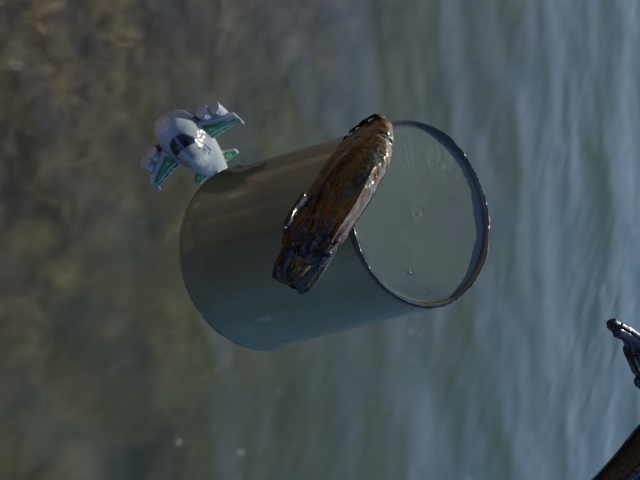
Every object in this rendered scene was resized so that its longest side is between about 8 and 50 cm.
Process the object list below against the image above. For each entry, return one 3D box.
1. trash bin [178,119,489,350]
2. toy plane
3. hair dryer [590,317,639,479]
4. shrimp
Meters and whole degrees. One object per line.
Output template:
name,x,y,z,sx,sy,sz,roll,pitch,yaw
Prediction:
trash bin,0.000,0.000,1.743,0.280,0.432,0.280,8,76,-36
toy plane,-0.194,-0.141,1.934,0.174,0.080,0.174,-17,139,-16
hair dryer,0.276,0.149,1.112,0.195,0.075,0.219,-35,126,-6
shrimp,0.005,-0.045,1.426,0.058,0.173,0.253,39,67,-16
